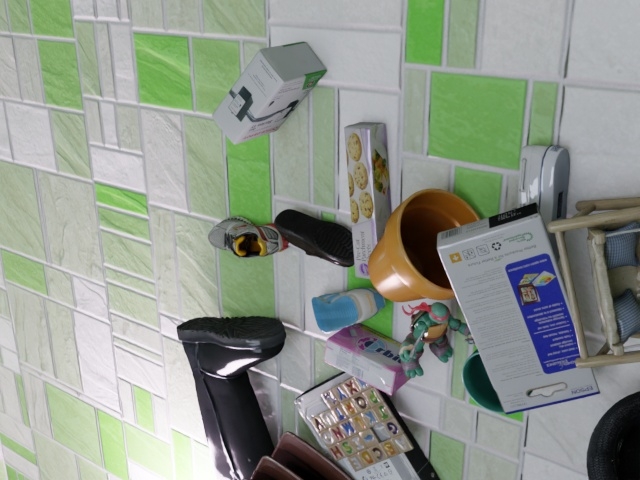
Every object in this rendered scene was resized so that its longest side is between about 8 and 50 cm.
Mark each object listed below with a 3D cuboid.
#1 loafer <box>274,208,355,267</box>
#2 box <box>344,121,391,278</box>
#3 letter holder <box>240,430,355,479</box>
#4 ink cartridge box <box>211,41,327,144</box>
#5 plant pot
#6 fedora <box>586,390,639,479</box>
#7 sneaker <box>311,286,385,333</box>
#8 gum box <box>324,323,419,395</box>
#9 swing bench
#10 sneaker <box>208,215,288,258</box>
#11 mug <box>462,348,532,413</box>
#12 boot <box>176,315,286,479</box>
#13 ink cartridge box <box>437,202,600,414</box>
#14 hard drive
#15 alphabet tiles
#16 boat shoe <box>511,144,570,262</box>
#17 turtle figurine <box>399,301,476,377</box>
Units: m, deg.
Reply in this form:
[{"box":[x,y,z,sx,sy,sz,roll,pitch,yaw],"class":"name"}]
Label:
[{"box":[0.000,0.000,1.644,0.220,0.080,0.078,29,156,25],"class":"loafer"},{"box":[0.102,-0.080,1.528,0.067,0.063,0.324,10,113,37],"class":"box"},{"box":[-0.039,0.631,1.758,0.301,0.152,0.214,35,115,19],"class":"letter holder"},{"box":[-0.108,-0.305,1.547,0.087,0.153,0.208,54,132,7],"class":"ink cartridge box"},{"box":[0.189,0.031,1.430,0.205,0.205,0.188,58,146,5],"class":"plant pot"},{"box":[0.596,0.422,1.253,0.334,0.334,0.152,43,162,17],"class":"fedora"},{"box":[0.055,0.152,1.643,0.228,0.092,0.088,-13,92,61],"class":"sneaker"},{"box":[0.108,0.251,1.625,0.188,0.107,0.062,23,120,30],"class":"gum box"},{"box":[0.530,0.059,1.180,0.254,0.165,0.253,-7,102,39],"class":"swing bench"},{"box":[-0.187,-0.006,1.766,0.225,0.092,0.088,2,109,38],"class":"sneaker"},{"box":[0.364,0.258,1.432,0.157,0.097,0.130,20,118,30],"class":"mug"},{"box":[-0.183,0.422,1.893,0.367,0.146,0.446,-1,104,47],"class":"boot"},{"box":[0.346,0.128,1.290,0.175,0.069,0.371,-18,110,18],"class":"ink cartridge box"},{"box":[0.104,0.473,1.746,0.237,0.064,0.339,-35,84,41],"class":"hard drive"},{"box":[0.078,0.422,1.698,0.237,0.009,0.198,-37,83,40],"class":"alphabet tiles"},{"box":[0.381,-0.042,1.316,0.084,0.095,0.258,14,105,38],"class":"boat shoe"},{"box":[0.224,0.184,1.444,0.234,0.175,0.118,95,164,-60],"class":"turtle figurine"}]
